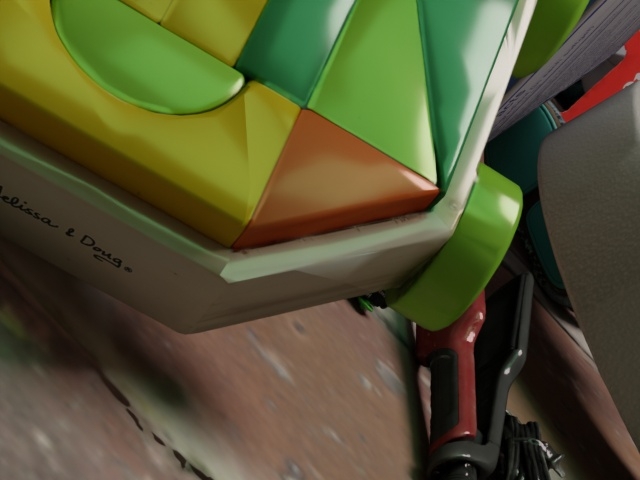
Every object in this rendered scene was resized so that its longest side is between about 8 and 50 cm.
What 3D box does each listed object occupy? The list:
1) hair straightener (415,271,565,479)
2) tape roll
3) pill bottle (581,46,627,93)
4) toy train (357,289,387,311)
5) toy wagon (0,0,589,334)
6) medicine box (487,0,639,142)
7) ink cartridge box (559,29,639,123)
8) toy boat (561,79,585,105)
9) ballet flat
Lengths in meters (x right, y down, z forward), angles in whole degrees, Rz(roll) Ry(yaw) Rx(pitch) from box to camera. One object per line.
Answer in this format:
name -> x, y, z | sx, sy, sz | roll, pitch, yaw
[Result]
hair straightener -> 0.084, 0.073, 0.678 | 0.089, 0.047, 0.230 | 43, 18, -17
tape roll -> 0.260, 0.085, 0.928 | 0.392, 0.072, 0.392 | 46, 26, -29
pill bottle -> 0.322, -0.129, 1.422 | 0.264, 0.146, 0.146 | 52, 8, -52
toy train -> 0.000, 0.000, 0.683 | 0.083, 0.017, 0.023 | 43, 8, -17
toy wagon -> -0.027, -0.135, 0.540 | 0.267, 0.068, 0.344 | 30, 54, -10
medicine box -> 0.161, -0.211, 0.955 | 0.149, 0.263, 0.289 | 49, 41, 7
ink cartridge box -> 0.255, -0.055, 1.137 | 0.224, 0.181, 0.056 | 47, 4, -8
toy boat -> 0.256, -0.250, 1.534 | 0.267, 0.148, 0.318 | 52, -18, 7
ballet flat -> 0.155, -0.021, 1.028 | 0.070, 0.070, 0.188 | 35, 31, -38
